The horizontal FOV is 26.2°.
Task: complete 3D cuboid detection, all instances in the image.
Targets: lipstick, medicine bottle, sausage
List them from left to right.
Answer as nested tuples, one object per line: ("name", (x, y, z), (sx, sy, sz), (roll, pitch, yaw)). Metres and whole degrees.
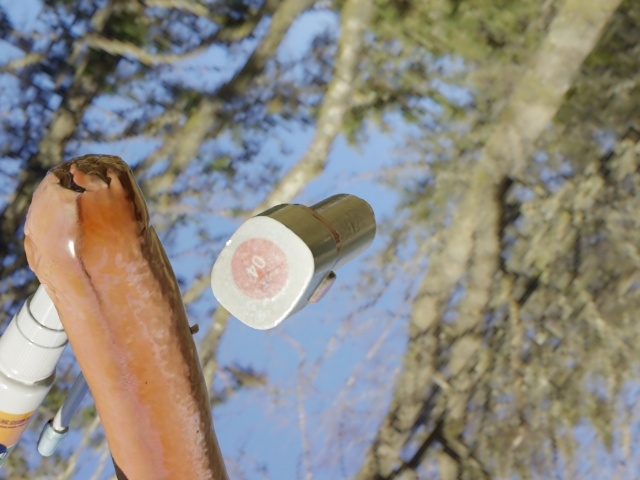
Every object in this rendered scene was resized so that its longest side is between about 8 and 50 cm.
("medicine bottle", (-0.235, 0.117, 1.119), (0.092, 0.220, 0.061), (32, -144, -4))
("sausage", (-0.127, 0.120, 1.007), (0.094, 0.419, 0.094), (5, -144, 26))
("lipstick", (0.001, 0.001, 0.843), (0.057, 0.063, 0.186), (39, -158, 9))
